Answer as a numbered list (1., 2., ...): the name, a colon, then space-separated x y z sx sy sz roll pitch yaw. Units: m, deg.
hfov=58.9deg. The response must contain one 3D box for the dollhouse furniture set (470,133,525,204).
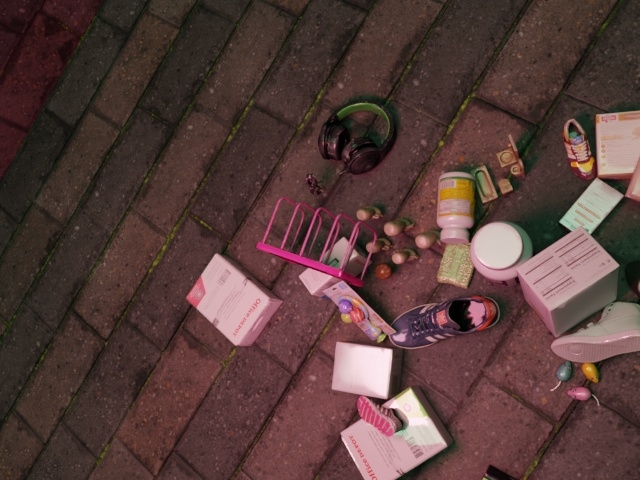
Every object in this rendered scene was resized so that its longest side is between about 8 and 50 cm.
1. dollhouse furniture set: 0.543 -0.216 1.747 0.151 0.123 0.144 -22 73 17

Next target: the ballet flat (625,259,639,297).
1. ballet flat: 0.939 0.167 1.531 0.095 0.096 0.280 -37 69 13

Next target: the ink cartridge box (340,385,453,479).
1. ink cartridge box: 0.231 0.602 1.733 0.273 0.115 0.198 -37 68 12

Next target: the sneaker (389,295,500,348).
1. sneaker: 0.362 0.242 1.726 0.350 0.148 0.131 -21 73 18

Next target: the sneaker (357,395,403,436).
1. sneaker: 0.179 0.516 1.679 0.170 0.075 0.063 28 108 49

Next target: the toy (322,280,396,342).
1. toy: 0.111 0.238 1.788 0.237 0.137 0.056 42 57 -9

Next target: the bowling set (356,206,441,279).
1. bowling set: 0.232 0.016 1.845 0.287 0.154 0.200 29 111 23

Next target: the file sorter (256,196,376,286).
1. file sorter: 0.000 0.000 1.730 0.290 0.202 0.182 18 84 26

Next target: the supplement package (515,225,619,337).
1. supplement package: 0.669 0.120 1.535 0.204 0.262 0.145 -35 55 6

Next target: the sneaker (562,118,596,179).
1. sneaker: 0.766 -0.271 1.687 0.069 0.084 0.185 -21 73 18

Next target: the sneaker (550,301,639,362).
1. sneaker: 0.782 0.252 1.594 0.256 0.094 0.151 -19 29 36

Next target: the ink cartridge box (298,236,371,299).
1. ink cartridge box: 0.052 0.095 1.880 0.203 0.148 0.086 -42 65 10

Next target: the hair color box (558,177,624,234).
1. hair color box: 0.790 -0.087 1.662 0.093 0.053 0.167 42 96 22

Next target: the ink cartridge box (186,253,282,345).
1. ink cartridge box: -0.309 0.213 2.024 0.283 0.117 0.207 37 95 24

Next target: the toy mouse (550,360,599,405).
1. toy mouse: 0.722 0.401 1.613 0.143 0.031 0.161 -25 72 17

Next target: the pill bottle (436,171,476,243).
1. pill bottle: 0.424 -0.099 1.772 0.117 0.117 0.208 0 76 22

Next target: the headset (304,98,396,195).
1. headset: 0.084 -0.320 1.922 0.243 0.185 0.394 32 82 24

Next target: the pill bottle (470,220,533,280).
1. pill bottle: 0.519 0.036 1.614 0.169 0.301 0.169 -4 79 22

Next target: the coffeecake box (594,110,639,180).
1. coffeecake box: 0.881 -0.275 1.649 0.142 0.068 0.185 -1 80 21

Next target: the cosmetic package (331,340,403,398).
1. cosmetic package: 0.150 0.403 1.783 0.183 0.151 0.151 4 82 22

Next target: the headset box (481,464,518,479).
1. headset box: 0.527 0.802 1.567 0.246 0.131 0.283 25 90 24

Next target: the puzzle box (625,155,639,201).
1. puzzle box: 1.039 -0.261 1.548 0.272 0.052 0.409 22 89 5

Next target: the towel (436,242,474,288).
1. towel: 0.435 0.072 1.793 0.110 0.027 0.148 14 85 23
